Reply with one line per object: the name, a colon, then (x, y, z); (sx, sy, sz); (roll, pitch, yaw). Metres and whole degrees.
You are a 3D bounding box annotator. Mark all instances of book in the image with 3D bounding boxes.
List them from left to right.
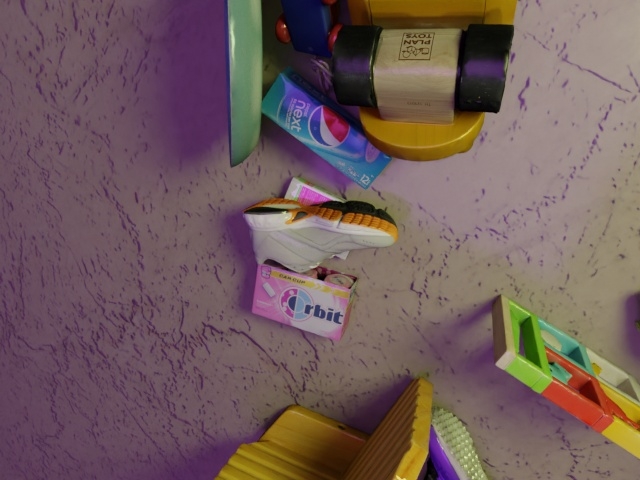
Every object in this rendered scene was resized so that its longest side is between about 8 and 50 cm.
book: (0.000, -0.040, 0.830); (0.144, 0.035, 0.096); (27, 112, 7)

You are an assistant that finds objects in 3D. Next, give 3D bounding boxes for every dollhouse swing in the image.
dollhouse swing: (-0.010, 0.360, 0.801); (0.315, 0.347, 0.305); (19, 103, 13)

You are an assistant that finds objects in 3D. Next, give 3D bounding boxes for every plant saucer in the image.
plant saucer: (-0.113, -0.264, 0.667); (0.043, 0.317, 0.318); (-3, 109, -12)

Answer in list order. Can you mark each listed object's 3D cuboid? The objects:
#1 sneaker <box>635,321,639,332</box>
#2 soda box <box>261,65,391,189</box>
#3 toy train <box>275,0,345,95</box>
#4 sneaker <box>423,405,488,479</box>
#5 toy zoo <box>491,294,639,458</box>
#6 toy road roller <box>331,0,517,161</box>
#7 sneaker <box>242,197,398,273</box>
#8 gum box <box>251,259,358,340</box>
sneaker: (0.538, 0.142, 0.621); (0.084, 0.234, 0.097); (-5, 106, -15)
soda box: (0.011, -0.175, 0.734); (0.210, 0.071, 0.067); (35, 116, -11)
toy train: (0.008, -0.338, 0.688); (0.105, 0.248, 0.143); (20, 73, 16)
sneaker: (0.233, 0.455, 0.876); (0.146, 0.102, 0.293); (-26, 98, 25)
toy zoo: (0.388, 0.206, 0.690); (0.293, 0.192, 0.030); (33, 115, 7)
toy road roller: (0.149, -0.263, 0.642); (0.202, 0.240, 0.330); (8, 73, 17)
sneaker: (0.000, 0.000, 0.787); (0.262, 0.099, 0.121); (6, 115, 20)
gum box: (-0.035, 0.100, 0.871); (0.188, 0.062, 0.107); (15, 112, 13)
